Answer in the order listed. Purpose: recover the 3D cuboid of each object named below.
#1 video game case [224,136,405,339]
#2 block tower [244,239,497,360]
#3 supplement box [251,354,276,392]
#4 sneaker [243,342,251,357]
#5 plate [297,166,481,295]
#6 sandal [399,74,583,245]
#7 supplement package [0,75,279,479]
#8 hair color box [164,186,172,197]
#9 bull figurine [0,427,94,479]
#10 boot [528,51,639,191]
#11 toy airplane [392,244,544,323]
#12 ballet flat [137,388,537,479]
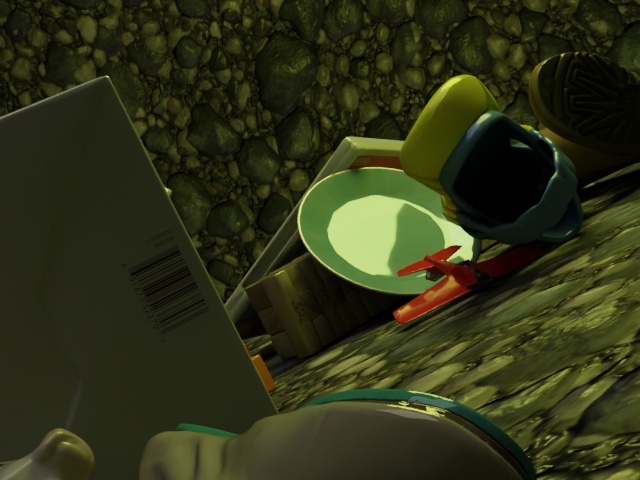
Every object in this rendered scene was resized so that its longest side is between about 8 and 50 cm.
[{"bbox_3d":[0.000,0.000,1.345,0.285,0.025,0.204,-53,-19,19],"label":"video game case"},{"bbox_3d":[0.072,0.018,1.250,0.335,0.091,0.097,-28,1,-35],"label":"block tower"},{"bbox_3d":[-0.096,0.141,1.016,0.098,0.036,0.062,-25,3,38],"label":"supplement box"},{"bbox_3d":[-0.145,0.140,0.882,0.221,0.128,0.087,-40,25,4],"label":"sneaker"},{"bbox_3d":[0.069,-0.006,1.164,0.188,0.188,0.024,-28,-36,-34],"label":"plate"},{"bbox_3d":[0.180,-0.042,1.050,0.126,0.138,0.317,-55,-23,10],"label":"sandal"},{"bbox_3d":[-0.178,0.066,0.725,0.204,0.261,0.145,-27,3,-26],"label":"supplement package"},{"bbox_3d":[-0.323,0.092,1.340,0.374,0.114,0.185,-61,3,-32],"label":"hair color box"},{"bbox_3d":[-0.200,0.177,0.483,0.310,0.101,0.188,-28,4,-38],"label":"bull figurine"},{"bbox_3d":[0.256,-0.106,1.260,0.236,0.089,0.269,14,-16,-25],"label":"boot"},{"bbox_3d":[0.122,0.028,1.033,0.151,0.028,0.151,-22,10,4],"label":"toy airplane"},{"bbox_3d":[-0.016,0.108,0.405,0.086,0.086,0.248,-28,1,-28],"label":"ballet flat"}]
